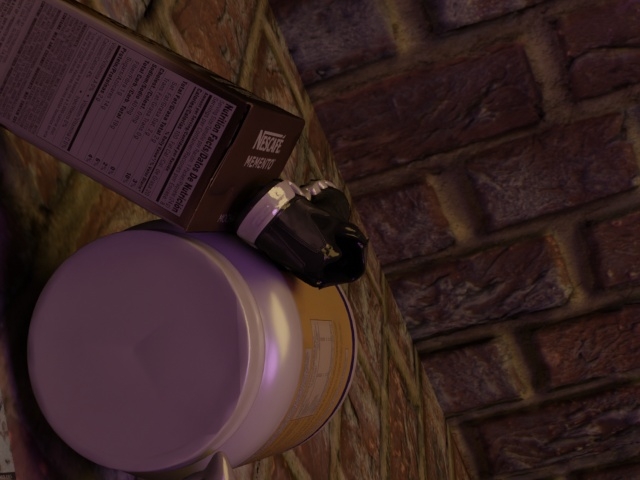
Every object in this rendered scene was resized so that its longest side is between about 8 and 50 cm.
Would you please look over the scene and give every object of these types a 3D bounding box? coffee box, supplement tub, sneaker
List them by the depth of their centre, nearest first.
[{"bbox_3d":[-0.183,-0.125,0.992,0.119,0.297,0.168,-62,169,7],"label":"coffee box"},{"bbox_3d":[0.000,0.000,1.051,0.106,0.078,0.234,42,10,9],"label":"sneaker"},{"bbox_3d":[-0.111,0.104,1.111,0.331,0.241,0.241,18,57,-75],"label":"supplement tub"}]

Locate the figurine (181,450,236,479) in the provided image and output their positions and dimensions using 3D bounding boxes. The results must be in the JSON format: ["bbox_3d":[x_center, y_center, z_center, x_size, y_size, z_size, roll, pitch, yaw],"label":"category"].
[{"bbox_3d":[-0.120,0.303,0.955,0.092,0.215,0.209,21,-38,62],"label":"figurine"}]

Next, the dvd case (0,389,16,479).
[{"bbox_3d":[-0.276,0.134,0.903,0.087,0.013,0.119,30,46,-71],"label":"dvd case"}]
